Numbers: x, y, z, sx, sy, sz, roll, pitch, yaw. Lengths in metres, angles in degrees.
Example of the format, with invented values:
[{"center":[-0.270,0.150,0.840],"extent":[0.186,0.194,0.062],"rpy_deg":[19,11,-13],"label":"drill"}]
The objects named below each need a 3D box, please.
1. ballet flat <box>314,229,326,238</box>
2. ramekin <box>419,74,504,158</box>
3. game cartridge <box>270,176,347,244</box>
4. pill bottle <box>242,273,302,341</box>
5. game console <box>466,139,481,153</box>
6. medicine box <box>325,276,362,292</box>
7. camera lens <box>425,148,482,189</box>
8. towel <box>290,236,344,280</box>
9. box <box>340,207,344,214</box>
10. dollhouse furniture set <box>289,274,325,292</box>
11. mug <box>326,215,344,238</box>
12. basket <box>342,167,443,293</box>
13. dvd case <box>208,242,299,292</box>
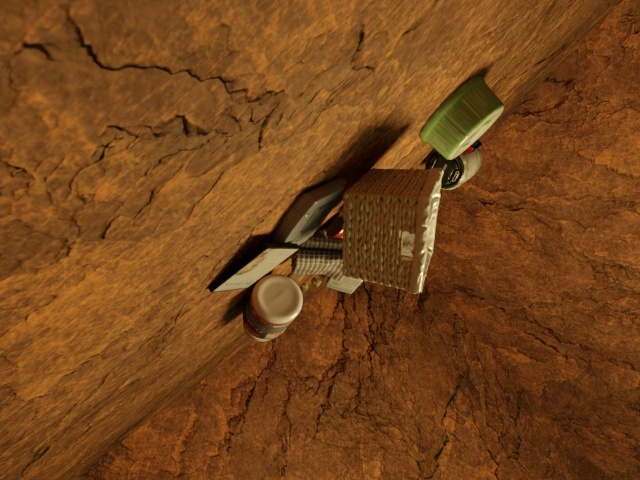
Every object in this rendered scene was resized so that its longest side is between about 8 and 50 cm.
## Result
[{"center":[0.000,0.000,1.740],"extent":[0.057,0.052,0.168],"rpy_deg":[-40,170,-5],"label":"ballet flat"},{"center":[0.536,-0.448,1.549],"extent":[0.303,0.148,0.303],"rpy_deg":[-39,170,-9],"label":"ramekin"},{"center":[-0.047,-0.069,1.290],"extent":[0.196,0.060,0.294],"rpy_deg":[-36,169,-44],"label":"game cartridge"},{"center":[-0.221,0.306,1.774],"extent":[0.210,0.210,0.363],"rpy_deg":[-34,167,-32],"label":"pill bottle"},{"center":[0.691,-0.491,1.940],"extent":[0.085,0.144,0.124],"rpy_deg":[-43,169,8],"label":"game console"},{"center":[0.138,0.098,2.049],"extent":[0.289,0.149,0.264],"rpy_deg":[108,-3,-70],"label":"medicine box"},{"center":[0.680,-0.393,2.102],"extent":[0.274,0.219,0.219],"rpy_deg":[-31,166,-45],"label":"camera lens"},{"center":[0.004,0.076,1.606],"extent":[0.234,0.122,0.284],"rpy_deg":[1,163,-7],"label":"towel"},{"center":[0.237,-0.131,1.719],"extent":[0.213,0.117,0.243],"rpy_deg":[-43,154,14],"label":"box"},{"center":[-0.065,0.183,2.092],"extent":[0.151,0.144,0.123],"rpy_deg":[-53,179,-21],"label":"dollhouse furniture set"},{"center":[0.116,-0.014,1.743],"extent":[0.113,0.169,0.150],"rpy_deg":[-46,-155,5],"label":"mug"},{"center":[0.244,-0.057,1.367],"extent":[0.331,0.266,0.329],"rpy_deg":[-47,141,-57],"label":"basket"},{"center":[-0.204,0.084,1.276],"extent":[0.253,0.022,0.180],"rpy_deg":[-36,163,23],"label":"dvd case"}]
